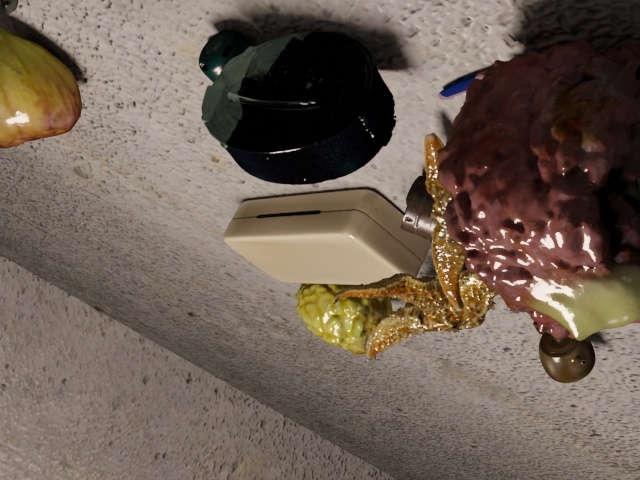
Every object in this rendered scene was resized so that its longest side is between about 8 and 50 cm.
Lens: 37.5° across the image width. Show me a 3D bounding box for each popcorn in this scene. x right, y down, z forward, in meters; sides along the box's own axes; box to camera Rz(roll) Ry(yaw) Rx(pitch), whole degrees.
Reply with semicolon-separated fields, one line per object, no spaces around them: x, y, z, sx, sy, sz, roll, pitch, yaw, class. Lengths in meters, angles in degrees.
0.046;0.109;1.523;0.173;0.142;0.173;6;-178;0;popcorn

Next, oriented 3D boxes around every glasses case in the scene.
0.000;0.000;1.385;0.144;0.076;0.336;38;158;-31;glasses case

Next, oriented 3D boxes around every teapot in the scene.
0.342;0.150;1.343;0.068;0.076;0.121;57;176;-38;teapot

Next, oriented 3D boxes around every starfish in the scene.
0.148;0.097;1.278;0.301;0.084;0.293;-13;166;-11;starfish
0.184;-0.021;1.039;0.138;0.050;0.248;8;132;27;starfish

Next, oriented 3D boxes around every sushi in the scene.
0.232;-0.028;0.799;0.170;0.237;0.270;-8;143;39;sushi

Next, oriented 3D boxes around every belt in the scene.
-0.026;-0.137;0.961;0.198;0.151;0.078;-2;153;24;belt

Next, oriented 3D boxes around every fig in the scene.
-0.420;-0.223;1.275;0.160;0.143;0.231;-8;147;3;fig

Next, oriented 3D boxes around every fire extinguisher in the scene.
0.224;0.009;1.102;0.267;0.089;0.072;21;173;16;fire extinguisher

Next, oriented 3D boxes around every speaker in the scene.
-0.098;-0.201;1.057;0.075;0.060;0.094;42;-169;-37;speaker

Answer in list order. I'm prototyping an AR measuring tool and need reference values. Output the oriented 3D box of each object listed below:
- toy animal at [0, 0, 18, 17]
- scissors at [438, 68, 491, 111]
-0.473;-0.343;1.114;0.269;0.082;0.137;26;160;-1;toy animal
0.156;-0.147;0.909;0.039;0.012;0.113;32;160;-16;scissors
